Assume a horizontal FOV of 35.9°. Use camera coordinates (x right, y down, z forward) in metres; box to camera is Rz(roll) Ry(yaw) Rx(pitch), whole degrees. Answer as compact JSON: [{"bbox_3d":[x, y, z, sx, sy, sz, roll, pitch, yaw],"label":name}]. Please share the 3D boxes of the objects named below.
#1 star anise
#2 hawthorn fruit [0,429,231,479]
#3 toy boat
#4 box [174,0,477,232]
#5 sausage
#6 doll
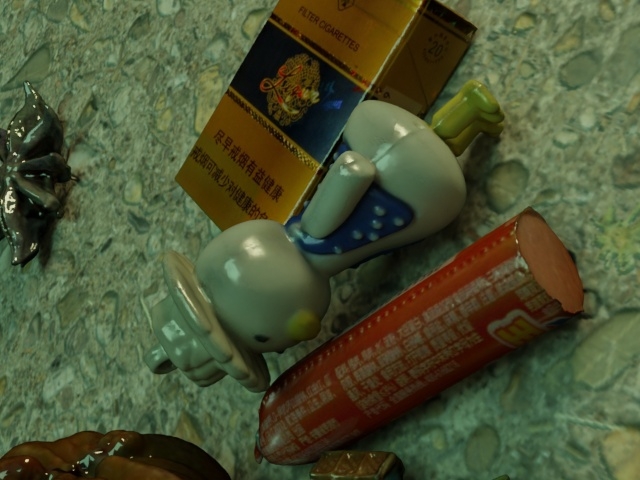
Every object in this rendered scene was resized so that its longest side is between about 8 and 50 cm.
[{"bbox_3d":[-0.325,-0.062,1.066,0.181,0.061,0.204,-35,57,23],"label":"star anise"},{"bbox_3d":[-0.156,0.258,0.667,0.258,0.258,0.261,-25,71,35],"label":"hawthorn fruit"},{"bbox_3d":[0.038,0.169,0.637,0.172,0.065,0.066,-8,80,33],"label":"toy boat"},{"bbox_3d":[-0.004,-0.104,0.775,0.237,0.070,0.152,-57,46,11],"label":"box"},{"bbox_3d":[0.045,0.081,0.657,0.274,0.074,0.074,-36,53,29],"label":"sausage"},{"bbox_3d":[0.000,0.000,0.667,0.293,0.138,0.119,-37,72,2],"label":"doll"}]
